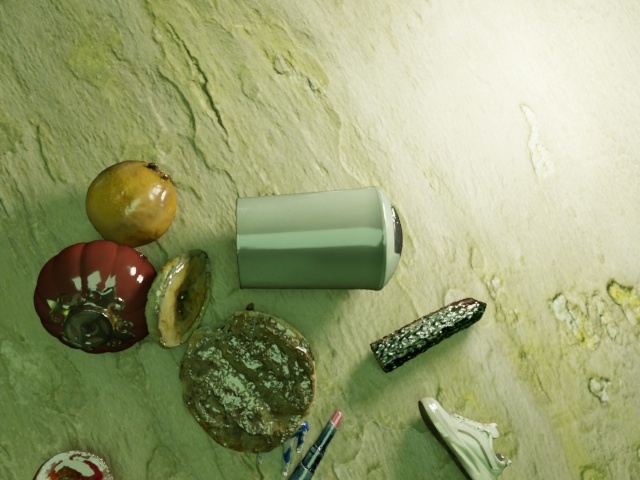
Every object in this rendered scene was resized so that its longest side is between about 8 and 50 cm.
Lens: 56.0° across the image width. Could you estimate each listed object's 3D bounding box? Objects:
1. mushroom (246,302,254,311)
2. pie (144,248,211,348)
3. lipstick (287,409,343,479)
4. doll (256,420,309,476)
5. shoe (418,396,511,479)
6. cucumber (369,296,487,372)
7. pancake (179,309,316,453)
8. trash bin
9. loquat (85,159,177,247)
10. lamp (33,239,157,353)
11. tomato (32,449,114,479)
[{"bbox_3d":[-0.176,0.233,1.634,0.088,0.073,0.129,-18,86,-12],"label":"mushroom"},{"bbox_3d":[-0.352,0.146,1.531,0.055,0.274,0.274,14,81,17],"label":"pie"},{"bbox_3d":[-0.009,0.566,1.635,0.053,0.053,0.234,33,76,-2],"label":"lipstick"},{"bbox_3d":[-0.085,0.512,1.624,0.114,0.057,0.227,27,83,1],"label":"doll"},{"bbox_3d":[0.411,0.535,1.653,0.159,0.124,0.316,-34,94,-9],"label":"shoe"},{"bbox_3d":[0.314,0.250,1.683,0.359,0.096,0.096,-26,87,-8],"label":"cucumber"},{"bbox_3d":[-0.187,0.360,1.575,0.383,0.071,0.382,0,94,5],"label":"pancake"},{"bbox_3d":[0.000,0.000,1.586,0.432,0.280,0.280,-2,84,-4],"label":"trash bin"},{"bbox_3d":[-0.492,-0.096,1.574,0.238,0.193,0.238,-2,75,8],"label":"loquat"},{"bbox_3d":[-0.549,0.141,1.501,0.303,0.257,0.303,-3,122,-5],"label":"lamp"},{"bbox_3d":[-0.616,0.639,1.516,0.199,0.112,0.227,4,79,-19],"label":"tomato"}]
